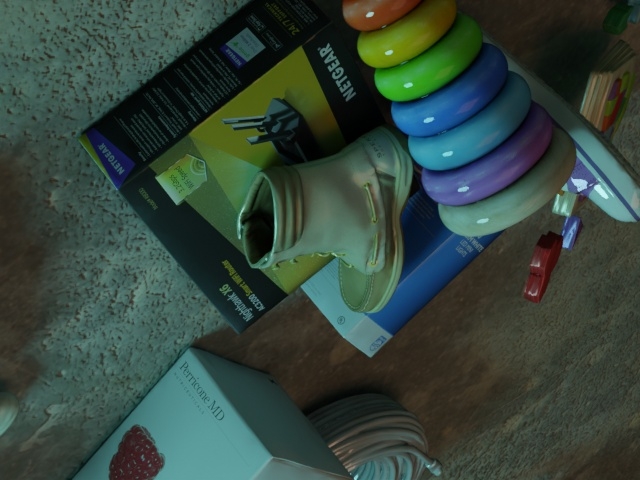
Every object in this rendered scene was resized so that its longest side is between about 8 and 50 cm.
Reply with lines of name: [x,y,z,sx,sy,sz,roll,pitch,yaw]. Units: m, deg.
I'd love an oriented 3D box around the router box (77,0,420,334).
router box: [-0.056,-0.071,1.565,0.243,0.081,0.309,-39,147,-3]

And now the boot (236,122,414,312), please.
boot: [0.000,0.000,1.558,0.165,0.077,0.213,-20,136,-30]

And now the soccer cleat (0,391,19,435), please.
soccer cleat: [-0.369,0.220,1.593,0.196,0.076,0.068,-34,146,-11]

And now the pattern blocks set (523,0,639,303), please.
pattern blocks set: [0.300,-0.117,1.790,0.285,0.026,0.325,-50,154,-51]

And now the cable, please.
cable: [0.019,0.298,2.061,0.257,0.089,0.257,-35,145,-8]

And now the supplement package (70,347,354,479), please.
supplement package: [-0.145,0.292,1.806,0.293,0.177,0.175,-48,146,11]

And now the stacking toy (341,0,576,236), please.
stacking toy: [0.092,-0.167,1.455,0.141,0.141,0.330,-37,111,-5]

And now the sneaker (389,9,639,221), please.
sneaker: [0.188,-0.080,1.621,0.161,0.282,0.102,-50,157,9]

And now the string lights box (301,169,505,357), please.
string lights box: [0.096,-0.018,1.729,0.259,0.133,0.077,-43,147,4]
